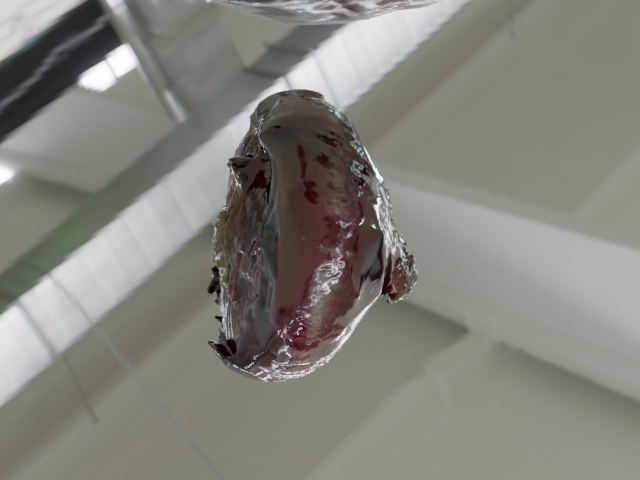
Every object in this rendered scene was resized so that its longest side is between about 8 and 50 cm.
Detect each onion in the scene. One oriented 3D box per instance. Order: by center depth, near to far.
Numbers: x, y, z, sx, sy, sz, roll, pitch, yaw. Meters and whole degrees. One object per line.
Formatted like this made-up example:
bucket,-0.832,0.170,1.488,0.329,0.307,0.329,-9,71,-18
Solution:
onion,0.000,0.000,1.306,0.195,0.272,0.272,8,-152,-17

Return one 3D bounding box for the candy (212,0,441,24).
candy,0.011,-0.245,0.867,0.289,0.214,0.157,-10,178,20
